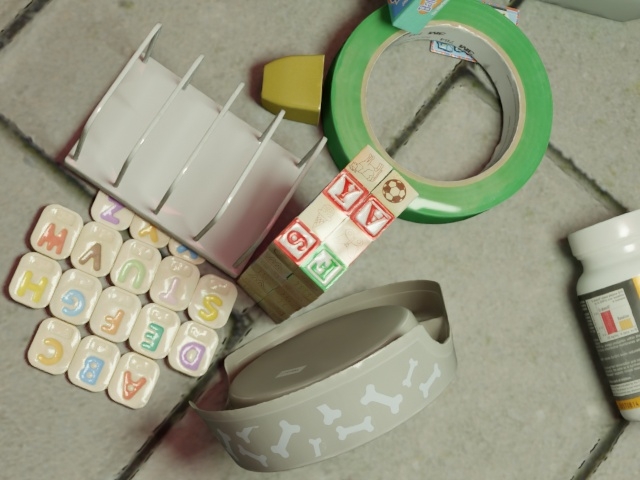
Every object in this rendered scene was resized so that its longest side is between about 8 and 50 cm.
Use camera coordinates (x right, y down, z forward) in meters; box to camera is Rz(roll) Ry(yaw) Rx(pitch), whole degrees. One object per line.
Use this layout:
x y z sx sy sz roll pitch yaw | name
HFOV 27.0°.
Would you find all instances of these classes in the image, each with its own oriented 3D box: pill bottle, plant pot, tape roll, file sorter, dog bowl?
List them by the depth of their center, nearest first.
0.013 0.170 1.665 0.349 0.349 0.102 -28 100 -17 | dog bowl
-0.158 -0.119 1.740 0.278 0.173 0.193 34 70 -7 | file sorter
-0.040 -0.210 1.844 0.083 0.081 0.081 4 80 -1 | plant pot
0.455 0.101 1.871 0.162 0.162 0.278 -18 86 -16 | pill bottle
0.164 -0.185 1.882 0.321 0.077 0.321 2 82 -12 | tape roll

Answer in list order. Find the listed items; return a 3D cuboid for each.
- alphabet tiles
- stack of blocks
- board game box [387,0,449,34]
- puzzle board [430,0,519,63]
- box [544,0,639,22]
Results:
-0.259 0.067 1.770 0.284 0.021 0.278 25 76 -10 | alphabet tiles
0.000 0.000 1.701 0.087 0.297 0.171 44 73 -1 | stack of blocks
0.144 -0.410 1.809 0.047 0.160 0.210 15 50 -32 | board game box
0.228 -0.309 1.961 0.128 0.011 0.096 12 78 -12 | puzzle board
0.349 -0.460 1.898 0.345 0.168 0.215 12 88 -19 | box
